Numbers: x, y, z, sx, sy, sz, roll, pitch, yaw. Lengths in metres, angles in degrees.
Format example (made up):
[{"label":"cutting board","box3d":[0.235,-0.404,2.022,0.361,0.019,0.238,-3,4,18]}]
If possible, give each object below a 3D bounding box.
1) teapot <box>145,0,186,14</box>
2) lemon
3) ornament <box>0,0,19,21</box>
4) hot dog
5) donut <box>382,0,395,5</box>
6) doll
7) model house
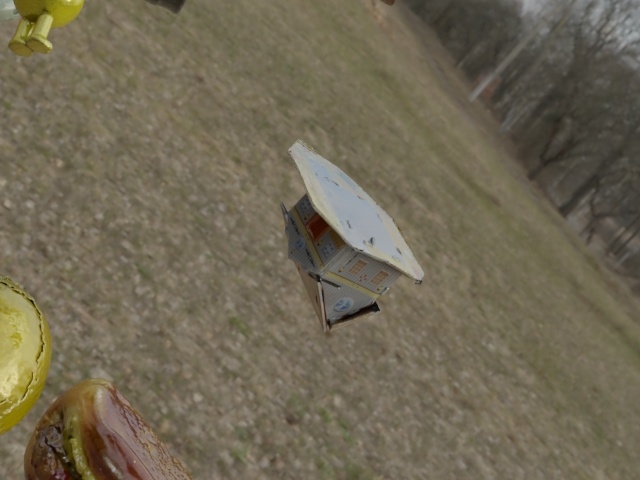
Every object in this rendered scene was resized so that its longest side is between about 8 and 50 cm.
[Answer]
[{"label":"teapot","box3d":[-0.248,-0.424,1.194,0.239,0.239,0.322,20,47,-17]},{"label":"lemon","box3d":[-0.467,0.157,1.227,0.204,0.204,0.260,33,44,-27]},{"label":"ornament","box3d":[-0.749,-0.524,2.056,0.074,0.081,0.156,35,36,29]},{"label":"hot dog","box3d":[-0.309,0.409,1.416,0.405,0.185,0.223,48,2,8]},{"label":"donut","box3d":[0.059,-0.451,1.265,0.253,0.118,0.254,155,-90,-83]},{"label":"doll","box3d":[-0.551,-0.547,1.865,0.199,0.363,0.145,0,-23,31]},{"label":"model house","box3d":[0.000,0.000,1.174,0.207,0.136,0.219,25,26,-42]}]
